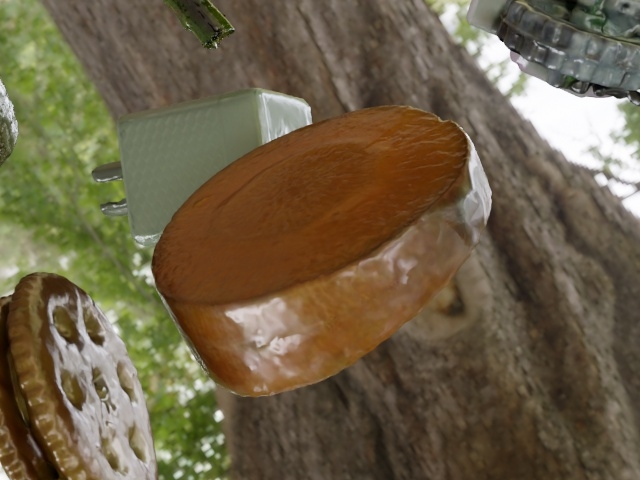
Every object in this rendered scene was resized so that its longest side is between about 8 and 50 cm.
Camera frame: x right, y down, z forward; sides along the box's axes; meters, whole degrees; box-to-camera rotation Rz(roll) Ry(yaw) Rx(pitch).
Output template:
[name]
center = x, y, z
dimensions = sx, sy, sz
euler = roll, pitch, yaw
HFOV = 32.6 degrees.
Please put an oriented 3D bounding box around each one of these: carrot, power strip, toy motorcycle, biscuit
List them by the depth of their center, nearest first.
[toy motorcycle]
center = 0.242, -0.131, 0.741
dimensions = 0.327, 0.143, 0.188
euler = 4, -154, -25
[carrot]
center = 0.000, 0.000, 0.867
dimensions = 0.307, 0.100, 0.258
euler = -8, -140, 42
[biscuit]
center = -0.201, 0.132, 0.884
dimensions = 0.066, 0.220, 0.220
euler = -24, -175, 6
[power strip]
center = -0.128, -0.068, 1.144
dimensions = 0.224, 0.139, 0.140
euler = -9, 179, 22

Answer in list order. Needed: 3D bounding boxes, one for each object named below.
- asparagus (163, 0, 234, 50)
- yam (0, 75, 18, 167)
[asparagus]
center = -0.137, -0.217, 0.891
dimensions = 0.036, 0.165, 0.030
euler = -49, 174, 2
[yam]
center = -0.477, -0.195, 1.356
dimensions = 0.161, 0.161, 0.268
euler = -34, 150, -18
